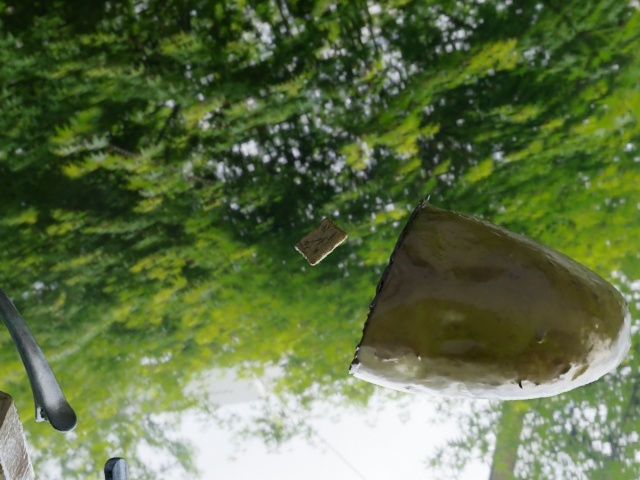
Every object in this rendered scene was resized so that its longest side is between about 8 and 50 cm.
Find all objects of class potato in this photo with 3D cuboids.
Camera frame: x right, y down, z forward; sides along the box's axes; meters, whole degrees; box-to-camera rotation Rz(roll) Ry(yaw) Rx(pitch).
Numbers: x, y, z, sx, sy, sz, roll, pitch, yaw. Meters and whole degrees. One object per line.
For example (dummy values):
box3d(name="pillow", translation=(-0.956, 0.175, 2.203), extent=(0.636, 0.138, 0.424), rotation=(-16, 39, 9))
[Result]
box3d(name="potato", translation=(0.193, 0.085, 0.925), extent=(0.266, 0.229, 0.229), rotation=(17, -136, 13))

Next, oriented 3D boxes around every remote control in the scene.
box3d(name="remote control", translation=(-0.296, 0.395, 1.271), extent=(0.027, 0.153, 0.043), rotation=(-8, 176, 19))

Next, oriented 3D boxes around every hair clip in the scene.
box3d(name="hair clip", translation=(-0.394, 0.160, 1.179), extent=(0.070, 0.230, 0.039), rotation=(10, -147, 39))

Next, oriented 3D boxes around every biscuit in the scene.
box3d(name="biscuit", translation=(0.000, 0.000, 1.482), extent=(0.081, 0.018, 0.083), rotation=(-39, -148, -3))

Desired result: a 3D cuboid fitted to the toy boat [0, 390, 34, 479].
box3d(name="toy boat", translation=(-0.424, 0.256, 1.007), extent=(0.162, 0.446, 0.136), rotation=(-19, -129, -21))
